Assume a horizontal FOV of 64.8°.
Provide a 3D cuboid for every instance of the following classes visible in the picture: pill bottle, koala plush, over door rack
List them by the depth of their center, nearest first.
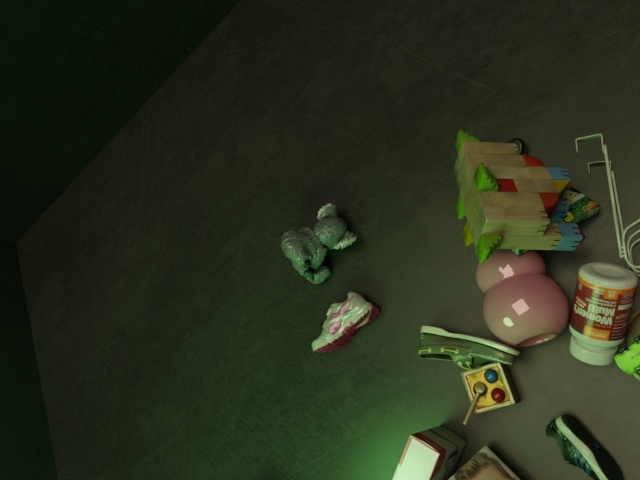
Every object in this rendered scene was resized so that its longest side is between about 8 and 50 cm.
[{"bbox_3d":[0.716,-0.084,1.177,0.108,0.239,0.324,-23,69,29],"label":"over door rack"},{"bbox_3d":[0.657,0.173,1.186,0.121,0.121,0.221,14,116,34],"label":"pill bottle"},{"bbox_3d":[0.000,0.000,1.664,0.221,0.203,0.196,-34,63,9],"label":"koala plush"}]

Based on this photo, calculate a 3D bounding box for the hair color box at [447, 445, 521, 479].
[{"bbox_3d":[0.461,0.689,1.197,0.347,0.174,0.105,42,137,32],"label":"hair color box"}]

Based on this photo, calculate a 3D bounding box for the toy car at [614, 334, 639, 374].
[{"bbox_3d":[0.736,0.203,1.080,0.225,0.053,0.239,-44,62,19],"label":"toy car"}]

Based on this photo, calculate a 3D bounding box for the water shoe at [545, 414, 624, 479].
[{"bbox_3d":[0.634,0.519,1.212,0.203,0.073,0.080,57,137,28],"label":"water shoe"}]

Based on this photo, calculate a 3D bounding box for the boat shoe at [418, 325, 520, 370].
[{"bbox_3d":[0.386,0.298,1.349,0.305,0.109,0.091,1,70,54],"label":"boat shoe"}]

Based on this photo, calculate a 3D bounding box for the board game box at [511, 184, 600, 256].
[{"bbox_3d":[0.567,-0.063,1.298,0.260,0.030,0.136,-27,50,-12],"label":"board game box"}]

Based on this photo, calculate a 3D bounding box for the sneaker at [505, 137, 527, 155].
[{"bbox_3d":[0.484,-0.205,1.422,0.227,0.130,0.087,-44,62,15],"label":"sneaker"}]

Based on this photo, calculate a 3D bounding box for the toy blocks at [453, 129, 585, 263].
[{"bbox_3d":[0.492,-0.115,1.247,0.261,0.190,0.381,1,48,-2],"label":"toy blocks"}]

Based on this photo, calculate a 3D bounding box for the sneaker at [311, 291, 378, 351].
[{"bbox_3d":[0.064,0.261,1.613,0.252,0.103,0.111,-42,56,11],"label":"sneaker"}]

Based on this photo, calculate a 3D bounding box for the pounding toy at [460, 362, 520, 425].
[{"bbox_3d":[0.435,0.402,1.334,0.141,0.100,0.130,-26,66,25],"label":"pounding toy"}]

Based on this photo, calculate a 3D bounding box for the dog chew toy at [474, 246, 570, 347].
[{"bbox_3d":[0.500,0.101,1.309,0.207,0.206,0.332,-26,58,26],"label":"dog chew toy"}]

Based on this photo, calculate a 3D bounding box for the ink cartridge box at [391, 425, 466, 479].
[{"bbox_3d":[0.285,0.586,1.319,0.092,0.218,0.158,22,92,33],"label":"ink cartridge box"}]

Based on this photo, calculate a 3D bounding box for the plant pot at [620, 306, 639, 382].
[{"bbox_3d":[0.806,0.241,1.127,0.237,0.110,0.237,-7,76,30],"label":"plant pot"}]
